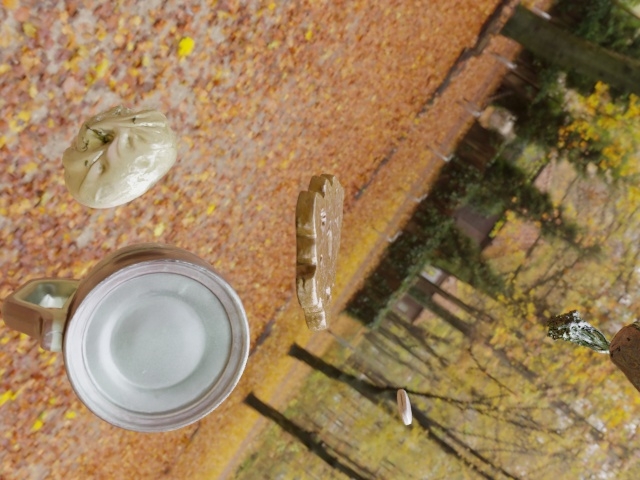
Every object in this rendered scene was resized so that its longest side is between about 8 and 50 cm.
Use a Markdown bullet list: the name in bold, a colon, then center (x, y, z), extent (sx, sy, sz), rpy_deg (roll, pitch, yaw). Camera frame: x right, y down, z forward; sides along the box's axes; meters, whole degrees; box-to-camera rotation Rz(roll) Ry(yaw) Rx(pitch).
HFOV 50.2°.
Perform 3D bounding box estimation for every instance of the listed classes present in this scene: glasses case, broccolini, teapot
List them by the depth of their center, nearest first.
- **broccolini**: center (0.387, 0.150, 0.861), extent (0.042, 0.218, 0.044), rpy_deg (-59, 176, -25)
- **teapot**: center (-0.287, 0.107, 0.985), extent (0.312, 0.315, 0.233), rpy_deg (-156, -107, -70)
- **glasses case**: center (0.154, 0.304, 1.254), extent (0.021, 0.032, 0.083), rpy_deg (-15, -159, 8)

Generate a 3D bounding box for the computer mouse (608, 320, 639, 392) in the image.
- **computer mouse**: center (0.342, 0.146, 0.519), extent (0.086, 0.138, 0.269), rpy_deg (-56, -144, 23)

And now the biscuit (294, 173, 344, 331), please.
- **biscuit**: center (-0.001, 0.000, 1.153), extent (0.301, 0.043, 0.278), rpy_deg (-71, 160, -57)

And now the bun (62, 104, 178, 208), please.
- **bun**: center (-0.365, -0.167, 1.227), extent (0.116, 0.210, 0.237), rpy_deg (71, 8, -47)
